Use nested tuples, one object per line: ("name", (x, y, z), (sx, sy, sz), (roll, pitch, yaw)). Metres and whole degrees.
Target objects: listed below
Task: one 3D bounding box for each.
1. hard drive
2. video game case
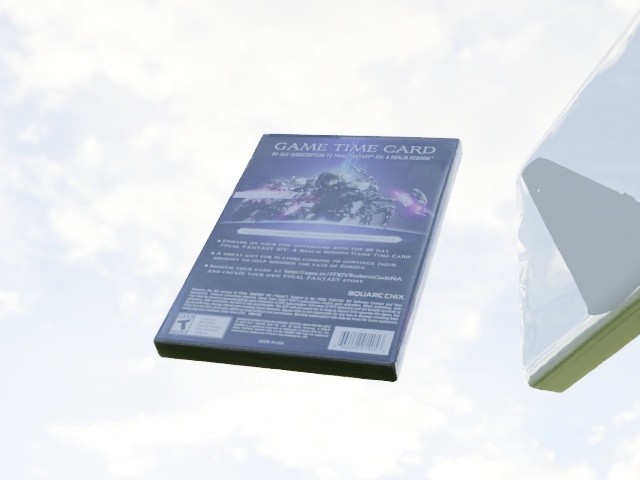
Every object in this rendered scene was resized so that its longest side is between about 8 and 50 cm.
("hard drive", (0.213, -0.044, 0.678), (0.040, 0.203, 0.307), (10, -30, -10))
("video game case", (0.000, 0.000, 0.847), (0.196, 0.274, 0.026), (3, -48, 19))
